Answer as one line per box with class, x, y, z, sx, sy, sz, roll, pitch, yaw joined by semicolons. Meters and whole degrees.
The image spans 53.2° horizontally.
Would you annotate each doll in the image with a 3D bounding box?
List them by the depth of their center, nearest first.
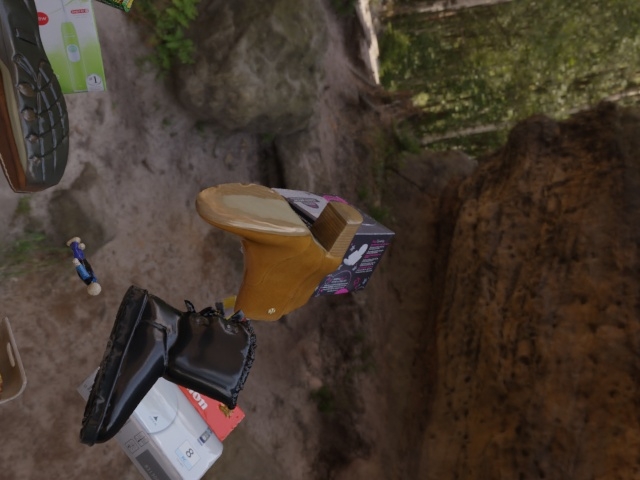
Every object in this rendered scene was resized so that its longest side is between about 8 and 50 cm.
doll;-0.676;0.080;1.830;0.189;0.046;0.129;58;-12;27

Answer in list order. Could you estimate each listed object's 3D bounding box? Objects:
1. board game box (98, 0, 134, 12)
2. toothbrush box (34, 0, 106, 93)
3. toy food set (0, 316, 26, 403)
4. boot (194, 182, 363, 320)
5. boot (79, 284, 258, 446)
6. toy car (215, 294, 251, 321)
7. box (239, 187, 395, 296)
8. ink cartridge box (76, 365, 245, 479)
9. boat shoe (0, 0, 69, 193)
board game box;-0.427;-0.632;1.399;0.030;0.136;0.259;94;17;-75
toothbrush box;-0.562;-0.438;1.291;0.283;0.206;0.122;102;-26;-51
toy food set;-0.869;0.298;1.487;0.219;0.306;0.092;52;-39;34
boot;-0.084;0.033;0.921;0.295;0.211;0.104;4;39;-44
boot;-0.101;0.093;0.444;0.045;0.099;0.121;-44;-151;47
toy car;-0.192;0.154;1.177;0.225;0.239;0.053;-34;93;-32
box;0.000;0.000;1.207;0.247;0.163;0.142;1;122;-59
ink cartridge box;-0.320;0.356;1.456;0.308;0.091;0.385;51;23;2
boat shoe;-0.429;-0.218;0.846;0.122;0.120;0.323;6;70;-82
